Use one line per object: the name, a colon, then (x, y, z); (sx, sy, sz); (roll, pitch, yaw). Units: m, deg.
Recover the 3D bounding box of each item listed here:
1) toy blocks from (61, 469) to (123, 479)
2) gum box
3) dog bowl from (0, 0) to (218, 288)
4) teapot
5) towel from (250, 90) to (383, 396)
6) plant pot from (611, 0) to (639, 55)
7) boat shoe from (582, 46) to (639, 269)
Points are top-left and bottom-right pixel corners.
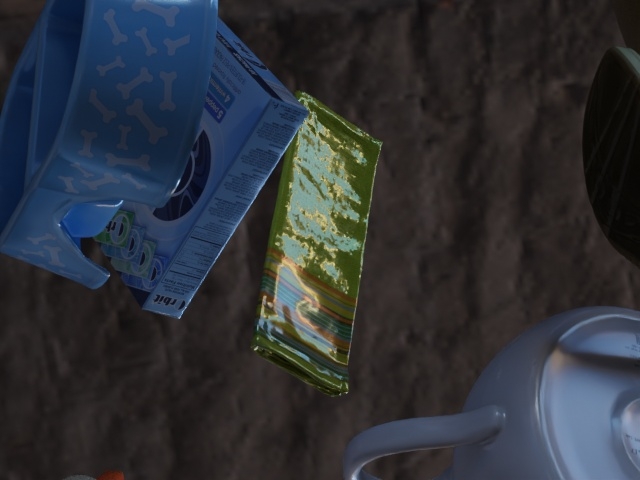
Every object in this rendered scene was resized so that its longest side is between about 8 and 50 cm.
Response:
toy blocks: (-0.117, 0.195, 1.042); (0.054, 0.148, 0.123); (-44, -98, 25)
gum box: (-0.104, -0.062, 1.215); (0.184, 0.041, 0.157); (-57, -136, 16)
dog bowl: (-0.145, -0.079, 1.028); (0.297, 0.074, 0.166); (136, -40, -59)
teapot: (0.182, 0.181, 1.169); (0.256, 0.252, 0.187); (52, -43, 7)
towel: (0.000, 0.000, 1.321); (0.021, 0.102, 0.237); (-17, -127, 40)
plant pot: (0.286, -0.176, 1.091); (0.254, 0.237, 0.237); (-61, 159, -52)
boat shoe: (0.132, -0.013, 0.558); (0.153, 0.048, 0.056); (-111, -151, -51)
